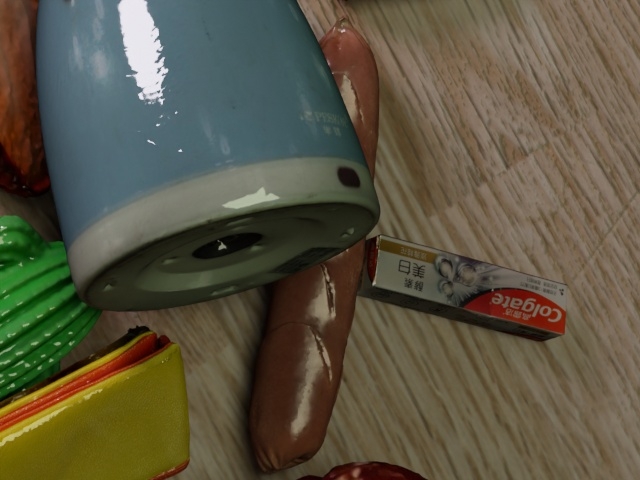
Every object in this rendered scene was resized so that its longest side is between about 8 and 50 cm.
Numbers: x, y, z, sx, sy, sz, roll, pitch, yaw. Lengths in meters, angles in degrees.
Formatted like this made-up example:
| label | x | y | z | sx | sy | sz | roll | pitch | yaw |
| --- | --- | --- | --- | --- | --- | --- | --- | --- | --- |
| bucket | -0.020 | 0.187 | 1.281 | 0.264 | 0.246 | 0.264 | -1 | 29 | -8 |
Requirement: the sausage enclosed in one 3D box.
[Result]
| label | x | y | z | sx | sy | sz | roll | pitch | yaw |
| --- | --- | --- | --- | --- | --- | --- | --- | --- | --- |
| sausage | 0.000 | 0.000 | 1.538 | 0.087 | 0.088 | 0.433 | 16 | 73 | -24 |

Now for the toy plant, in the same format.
| label | x | y | z | sx | sy | sz | roll | pitch | yaw |
| --- | --- | --- | --- | --- | --- | --- | --- | --- | --- |
| toy plant | -0.272 | 0.095 | 1.373 | 0.154 | 0.088 | 0.240 | 45 | 70 | -39 |

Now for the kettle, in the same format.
| label | x | y | z | sx | sy | sz | roll | pitch | yaw |
| --- | --- | --- | --- | --- | --- | --- | --- | --- | --- |
| kettle | -0.097 | -0.138 | 1.408 | 0.319 | 0.247 | 0.342 | 8 | 62 | -56 |

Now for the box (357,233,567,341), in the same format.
| label | x | y | z | sx | sy | sz | roll | pitch | yaw |
| --- | --- | --- | --- | --- | --- | --- | --- | --- | --- |
| box | 0.137 | 0.047 | 1.622 | 0.218 | 0.039 | 0.055 | 16 | 71 | -24 |

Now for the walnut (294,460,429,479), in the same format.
| label | x | y | z | sx | sy | sz | roll | pitch | yaw |
| --- | --- | --- | --- | --- | --- | --- | --- | --- | --- |
| walnut | 0.042 | 0.320 | 1.437 | 0.269 | 0.244 | 0.221 | 62 | 22 | 4 |

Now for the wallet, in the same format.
| label | x | y | z | sx | sy | sz | roll | pitch | yaw |
| --- | --- | --- | --- | --- | --- | --- | --- | --- | --- |
| wallet | -0.218 | 0.177 | 1.378 | 0.241 | 0.067 | 0.141 | -27 | 129 | -29 |

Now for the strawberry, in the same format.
| label | x | y | z | sx | sy | sz | roll | pitch | yaw |
| --- | --- | --- | --- | --- | --- | --- | --- | --- | --- |
| strawberry | -0.291 | -0.149 | 1.407 | 0.190 | 0.111 | 0.237 | -45 | 129 | -57 |
